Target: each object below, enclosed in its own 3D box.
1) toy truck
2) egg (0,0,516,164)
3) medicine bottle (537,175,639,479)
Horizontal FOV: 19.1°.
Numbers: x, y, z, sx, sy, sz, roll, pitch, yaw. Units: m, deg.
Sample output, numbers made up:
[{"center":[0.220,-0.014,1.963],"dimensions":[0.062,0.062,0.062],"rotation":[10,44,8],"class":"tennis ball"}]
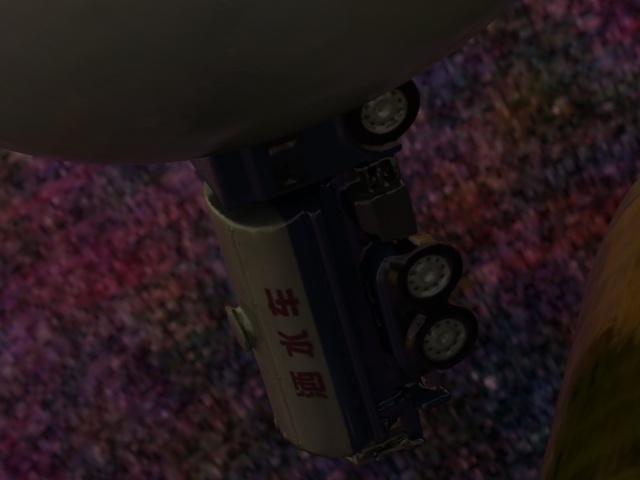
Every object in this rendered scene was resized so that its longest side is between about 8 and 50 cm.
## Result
[{"center":[0.000,0.000,0.741],"dimensions":[0.088,0.202,0.074],"rotation":[-23,37,-10],"class":"toy truck"},{"center":[-0.044,-0.137,0.531],"dimensions":[0.230,0.230,0.371],"rotation":[-53,21,-19],"class":"egg"},{"center":[0.164,0.148,0.584],"dimensions":[0.224,0.224,0.384],"rotation":[-5,41,25],"class":"medicine bottle"}]
